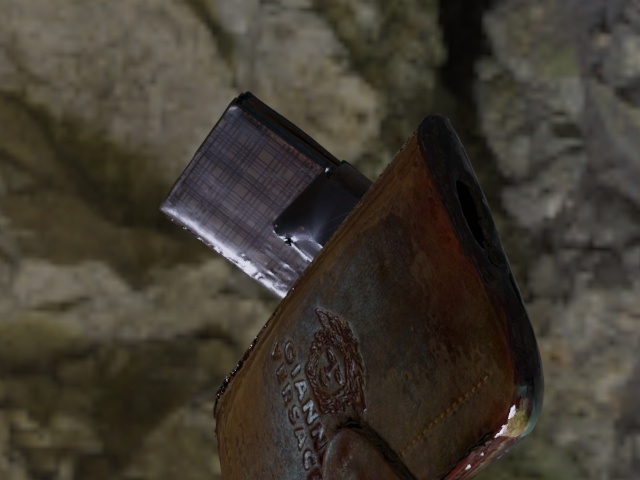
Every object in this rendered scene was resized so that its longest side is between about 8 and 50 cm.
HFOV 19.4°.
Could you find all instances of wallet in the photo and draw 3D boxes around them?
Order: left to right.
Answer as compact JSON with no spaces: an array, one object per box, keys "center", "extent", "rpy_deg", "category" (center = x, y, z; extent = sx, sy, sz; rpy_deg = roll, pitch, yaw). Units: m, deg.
[{"center":[0.000,0.000,1.401],"extent":[0.124,0.230,0.042],"rpy_deg":[-54,-2,29],"category":"wallet"},{"center":[0.015,0.069,0.793],"extent":[0.255,0.031,0.137],"rpy_deg":[-53,45,51],"category":"wallet"}]
